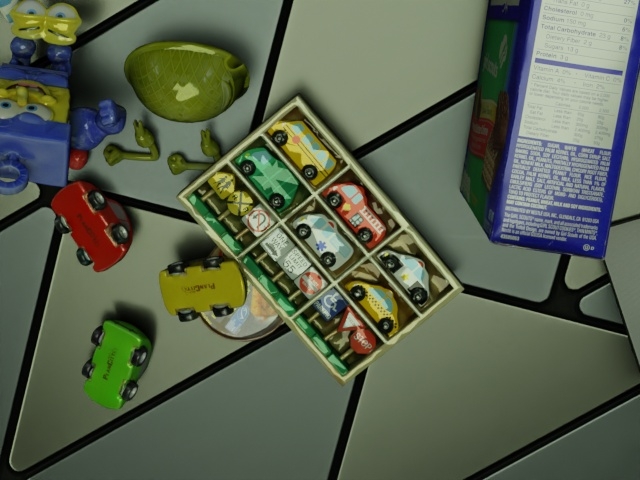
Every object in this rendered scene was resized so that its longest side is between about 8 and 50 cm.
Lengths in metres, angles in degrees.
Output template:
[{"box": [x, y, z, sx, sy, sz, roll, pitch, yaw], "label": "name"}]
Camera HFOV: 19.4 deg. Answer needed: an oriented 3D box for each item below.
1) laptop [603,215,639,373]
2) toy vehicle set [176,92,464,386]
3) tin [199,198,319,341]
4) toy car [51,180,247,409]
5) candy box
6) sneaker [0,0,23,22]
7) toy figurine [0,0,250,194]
[{"box": [0.491, 0.062, 1.773, 0.382, 0.236, 0.408, -16, 61, 4], "label": "laptop"}, {"box": [0.000, 0.000, 1.938, 0.166, 0.035, 0.267, -40, 98, 8], "label": "toy vehicle set"}, {"box": [-0.058, 0.020, 1.979, 0.106, 0.040, 0.190, 37, 100, -10], "label": "tin"}, {"box": [-0.195, 0.072, 1.973, 0.239, 0.053, 0.225, 27, 114, 16], "label": "toy car"}, {"box": [0.226, -0.167, 1.815, 0.122, 0.268, 0.317, 9, 101, -4], "label": "candy box"}, {"box": [-0.420, -0.247, 1.907, 0.237, 0.085, 0.086, -5, 98, 4], "label": "sneaker"}, {"box": [-0.264, -0.095, 1.838, 0.362, 0.217, 0.191, 10, 129, -3], "label": "toy figurine"}]
